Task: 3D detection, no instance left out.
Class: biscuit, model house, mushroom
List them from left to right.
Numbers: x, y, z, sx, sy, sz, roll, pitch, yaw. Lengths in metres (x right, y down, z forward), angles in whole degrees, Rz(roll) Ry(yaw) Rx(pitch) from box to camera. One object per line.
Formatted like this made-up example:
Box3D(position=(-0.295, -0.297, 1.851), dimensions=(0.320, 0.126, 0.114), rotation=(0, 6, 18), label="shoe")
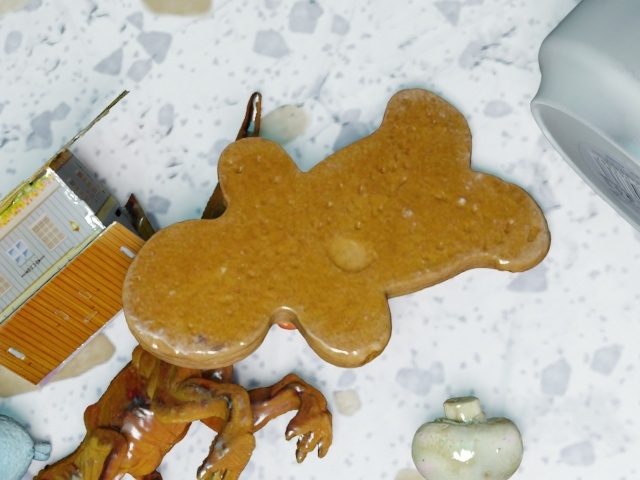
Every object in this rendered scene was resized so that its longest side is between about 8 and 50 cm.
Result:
Box3D(position=(-0.197, 0.003, 1.114), dimensions=(0.219, 0.207, 0.136), rotation=(-41, 99, 6), label="model house")
Box3D(position=(0.000, 0.002, 1.052), dimensions=(0.324, 0.049, 0.205), rotation=(-27, 67, -21), label="biscuit")
Box3D(position=(0.107, 0.150, 1.014), dimensions=(0.084, 0.083, 0.067), rotation=(-5, 89, 14), label="mushroom")

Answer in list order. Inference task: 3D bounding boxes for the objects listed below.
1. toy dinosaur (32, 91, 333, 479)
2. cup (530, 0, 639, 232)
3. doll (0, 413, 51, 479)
Box3D(position=(-0.086, 0.100, 1.080), dimensions=(0.208, 0.097, 0.432), rotation=(26, 75, 35), label="toy dinosaur")
Box3D(position=(0.354, -0.120, 0.957), dimensions=(0.323, 0.237, 0.327), rotation=(43, 89, -10), label="cup")
Box3D(position=(-0.309, 0.194, 1.108), dimensions=(0.180, 0.120, 0.075), rotation=(-23, 80, 15), label="doll")
